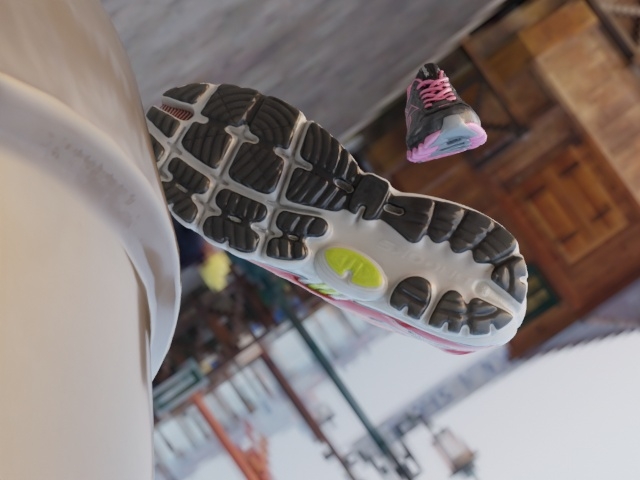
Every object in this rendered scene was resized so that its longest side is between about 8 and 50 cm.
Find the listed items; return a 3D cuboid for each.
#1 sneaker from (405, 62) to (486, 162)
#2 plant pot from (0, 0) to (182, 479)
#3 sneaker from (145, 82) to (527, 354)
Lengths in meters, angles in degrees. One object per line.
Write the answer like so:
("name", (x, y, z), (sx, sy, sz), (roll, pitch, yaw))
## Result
("sneaker", (0.067, -0.076, 0.957), (0.047, 0.057, 0.119), (-12, -178, -3))
("plant pot", (-0.162, 0.112, 0.358), (0.323, 0.280, 0.323), (-15, 153, -8))
("sneaker", (0.000, 0.000, 1.066), (0.107, 0.279, 0.118), (-57, 172, -18))
